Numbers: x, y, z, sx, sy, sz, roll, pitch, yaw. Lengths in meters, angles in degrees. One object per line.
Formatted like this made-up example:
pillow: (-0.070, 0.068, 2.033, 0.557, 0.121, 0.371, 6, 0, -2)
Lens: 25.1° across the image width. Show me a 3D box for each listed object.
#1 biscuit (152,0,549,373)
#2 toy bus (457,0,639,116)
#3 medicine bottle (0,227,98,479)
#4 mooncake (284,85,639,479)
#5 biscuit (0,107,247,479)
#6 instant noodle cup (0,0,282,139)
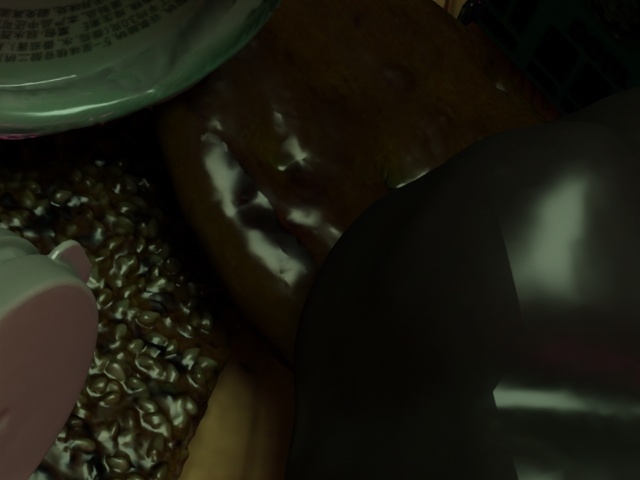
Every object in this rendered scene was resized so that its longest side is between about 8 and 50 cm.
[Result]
biscuit: (0.030, -0.023, 0.542, 0.212, 0.036, 0.212, 24, 49, -30)
toy bus: (0.183, -0.077, 0.617, 0.128, 0.147, 0.256, -37, 77, -19)
medicine bottle: (-0.157, -0.001, 0.374, 0.191, 0.107, 0.107, 29, 44, 16)
mooncake: (0.109, 0.066, 0.447, 0.245, 0.133, 0.245, 8, 72, -26)
biscuit: (-0.096, 0.033, 0.465, 0.131, 0.026, 0.237, 26, 46, -5)
instant noodle cup: (-0.117, -0.176, 0.470, 0.244, 0.244, 0.255, -4, 54, -31)
